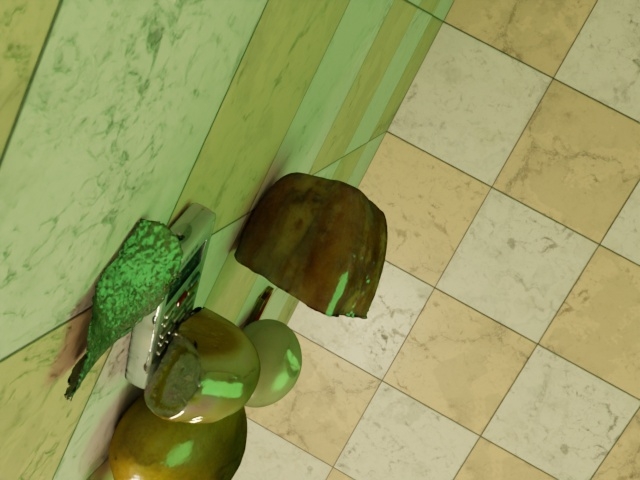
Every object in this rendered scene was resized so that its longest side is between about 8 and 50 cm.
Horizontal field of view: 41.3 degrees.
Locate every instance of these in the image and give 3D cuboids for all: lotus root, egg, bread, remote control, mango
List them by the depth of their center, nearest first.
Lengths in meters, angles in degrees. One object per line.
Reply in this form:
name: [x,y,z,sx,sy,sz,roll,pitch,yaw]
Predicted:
remote control: [-0.236,0.096,1.307,0.145,0.050,0.344,-57,173,-40]
bread: [-0.180,0.217,1.348,0.158,0.156,0.260,-63,175,15]
mango: [-0.279,0.387,1.605,0.301,0.220,0.445,-56,165,-4]
lotus root: [0.000,0.000,1.755,0.316,0.316,0.250,9,103,-84]
egg: [-0.162,0.346,2.400,0.269,0.219,0.219,-59,175,-31]

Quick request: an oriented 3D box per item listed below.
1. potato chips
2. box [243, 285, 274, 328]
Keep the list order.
potato chips: [-0.252,0.085,1.065,0.228,0.059,0.167,-64,165,22]
box: [-0.185,0.206,2.518,0.133,0.023,0.090,-63,176,24]
